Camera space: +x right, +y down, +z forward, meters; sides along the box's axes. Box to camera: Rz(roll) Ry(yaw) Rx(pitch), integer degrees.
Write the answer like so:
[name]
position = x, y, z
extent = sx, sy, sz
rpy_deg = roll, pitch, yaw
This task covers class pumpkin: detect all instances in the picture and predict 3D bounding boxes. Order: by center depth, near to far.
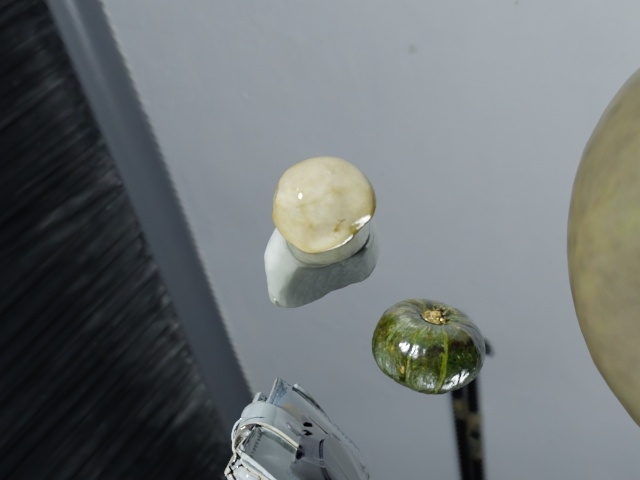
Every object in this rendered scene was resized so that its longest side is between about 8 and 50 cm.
[pumpkin]
position = 0.201, 0.201, 2.144
extent = 0.223, 0.223, 0.157
rpy_deg = 17, 110, 21

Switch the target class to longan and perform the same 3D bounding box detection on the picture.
[longan]
position = 0.311, 0.017, 0.784
extent = 0.288, 0.288, 0.350
rpy_deg = -17, 81, 40

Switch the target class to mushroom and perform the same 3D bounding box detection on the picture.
[mushroom]
position = 0.000, 0.000, 1.326
extent = 0.122, 0.159, 0.329
rpy_deg = 32, 171, 8

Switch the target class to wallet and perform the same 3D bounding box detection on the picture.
[wallet]
position = -0.013, 0.227, 1.138
extent = 0.069, 0.231, 0.170
rpy_deg = -43, 93, 11
